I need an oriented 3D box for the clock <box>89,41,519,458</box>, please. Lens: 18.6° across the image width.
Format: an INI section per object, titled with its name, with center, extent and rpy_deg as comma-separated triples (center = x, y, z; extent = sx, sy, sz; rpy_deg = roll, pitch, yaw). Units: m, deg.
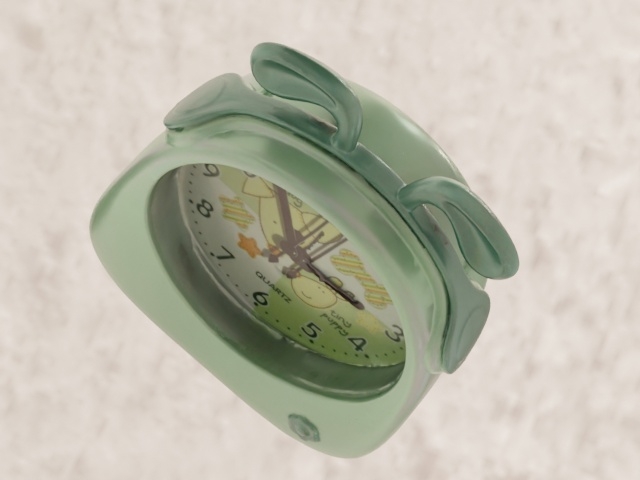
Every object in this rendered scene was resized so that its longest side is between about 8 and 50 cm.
[clock]
center = -0.001, 0.001, 0.737
extent = 0.060, 0.148, 0.188
rpy_deg = -48, -178, -32
